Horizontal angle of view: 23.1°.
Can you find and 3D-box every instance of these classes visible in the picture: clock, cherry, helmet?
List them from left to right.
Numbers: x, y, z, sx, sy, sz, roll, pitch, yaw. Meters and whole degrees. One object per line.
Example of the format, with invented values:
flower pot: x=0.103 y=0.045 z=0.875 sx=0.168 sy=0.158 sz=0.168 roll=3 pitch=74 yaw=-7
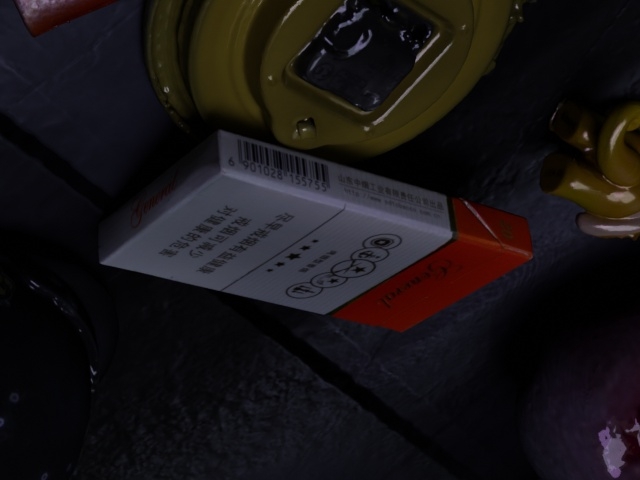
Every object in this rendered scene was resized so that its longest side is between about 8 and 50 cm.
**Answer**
helmet: x=-0.238 y=0.116 z=0.919 sx=0.279 sy=0.160 sz=0.230 roll=4 pitch=128 yaw=-28
clock: x=0.017 y=-0.120 z=0.891 sx=0.237 sy=0.057 sz=0.237 roll=-15 pitch=137 yaw=-15
cherry: x=0.250 y=0.132 z=1.149 sx=0.183 sy=0.213 sz=0.266 roll=-60 pitch=170 yaw=-14

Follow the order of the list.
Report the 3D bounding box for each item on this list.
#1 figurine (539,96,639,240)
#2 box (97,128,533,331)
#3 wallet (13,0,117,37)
figurine: x=0.264 y=-0.030 z=1.066 sx=0.246 sy=0.131 sz=0.156 roll=13 pitch=91 yaw=-26
box: x=0.000 y=0.000 z=0.980 sx=0.245 sy=0.035 sz=0.139 roll=13 pitch=148 yaw=-35
wallet: x=-0.076 y=-0.199 z=0.764 sx=0.204 sy=0.045 sz=0.142 roll=-24 pitch=122 yaw=-5
